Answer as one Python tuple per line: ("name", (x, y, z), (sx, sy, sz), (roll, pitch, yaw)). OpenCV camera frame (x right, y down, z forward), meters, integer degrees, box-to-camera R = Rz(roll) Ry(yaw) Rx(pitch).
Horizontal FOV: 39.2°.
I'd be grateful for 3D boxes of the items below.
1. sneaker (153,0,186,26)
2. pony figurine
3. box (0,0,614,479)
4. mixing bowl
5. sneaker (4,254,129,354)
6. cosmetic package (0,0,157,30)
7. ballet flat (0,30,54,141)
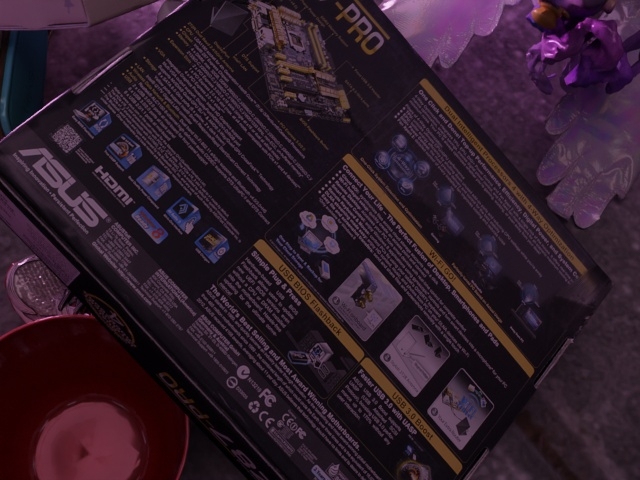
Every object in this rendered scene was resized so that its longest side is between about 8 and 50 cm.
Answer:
("sneaker", (-0.050, -0.077, 0.821), (0.295, 0.147, 0.105), (32, 26, -15))
("pony figurine", (0.231, -0.234, 0.794), (0.302, 0.363, 0.351), (36, 84, 7))
("box", (0.000, 0.000, 0.678), (0.395, 0.097, 0.318), (48, 66, -8))
("mixing bowl", (-0.186, 0.156, 0.692), (0.181, 0.098, 0.182), (1, 69, -2))
("sneaker", (-0.156, 0.055, 0.748), (0.225, 0.093, 0.088), (16, 65, 7))
("cosmetic package", (-0.152, -0.290, 0.817), (0.160, 0.113, 0.309), (10, 33, 38))
("ballet flat", (-0.311, -0.230, 0.875), (0.123, 0.123, 0.349), (5, 65, 1))
